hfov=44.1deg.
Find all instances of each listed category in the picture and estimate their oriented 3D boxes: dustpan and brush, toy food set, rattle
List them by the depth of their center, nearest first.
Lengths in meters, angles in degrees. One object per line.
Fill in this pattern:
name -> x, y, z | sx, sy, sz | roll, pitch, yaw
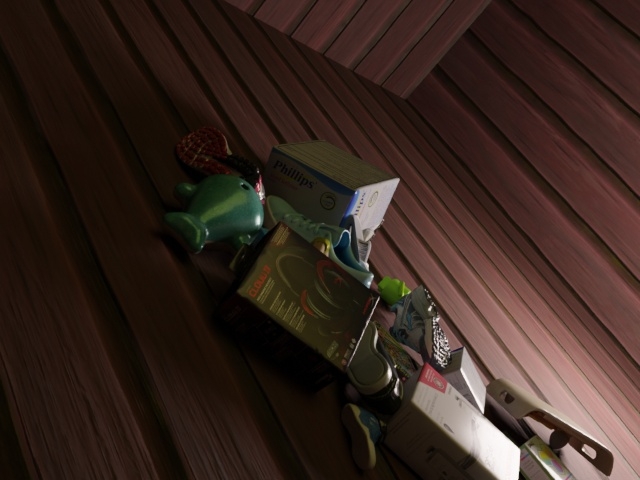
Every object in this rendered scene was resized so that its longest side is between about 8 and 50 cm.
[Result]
rattle -> -0.050, 0.086, 1.750 | 0.143, 0.199, 0.130 | 2, 35, -5
dustpan and brush -> 0.107, 0.050, 2.031 | 0.060, 0.211, 0.147 | 0, 53, -7
toy food set -> 0.588, 0.486, 2.051 | 0.306, 0.092, 0.220 | 32, 3, -13

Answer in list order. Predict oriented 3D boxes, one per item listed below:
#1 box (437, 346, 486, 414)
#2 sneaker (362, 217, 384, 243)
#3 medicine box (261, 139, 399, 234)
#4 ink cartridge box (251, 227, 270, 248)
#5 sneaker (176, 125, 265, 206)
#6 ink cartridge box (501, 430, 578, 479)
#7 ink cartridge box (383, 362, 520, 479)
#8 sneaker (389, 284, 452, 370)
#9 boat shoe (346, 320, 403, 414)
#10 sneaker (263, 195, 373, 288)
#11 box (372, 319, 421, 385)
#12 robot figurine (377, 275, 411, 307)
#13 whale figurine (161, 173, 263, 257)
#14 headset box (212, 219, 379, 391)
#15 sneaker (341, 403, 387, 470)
box -> 0.337, 0.344, 1.901 | 0.126, 0.072, 0.137 | 62, 20, -8
sneaker -> 0.107, -0.041, 2.263 | 0.108, 0.100, 0.271 | 37, 21, 2
medicine box -> 0.024, -0.146, 2.125 | 0.263, 0.149, 0.289 | 30, 23, 21
ink cartridge box -> -0.097, 0.035, 1.829 | 0.088, 0.052, 0.122 | 14, 34, -49
sneaker -> -0.245, -0.168, 1.914 | 0.299, 0.121, 0.112 | 44, -16, 34
ink cartridge box -> 0.524, 0.536, 1.916 | 0.209, 0.062, 0.109 | 50, 23, 21
ink cartridge box -> 0.271, 0.418, 1.634 | 0.283, 0.117, 0.207 | 42, 21, 2
sneaker -> 0.238, 0.233, 1.939 | 0.110, 0.122, 0.283 | 56, 15, -27
boat shoe -> 0.097, 0.263, 1.664 | 0.091, 0.114, 0.302 | 60, 6, -20
sneaker -> 0.000, 0.000, 1.926 | 0.366, 0.150, 0.135 | 49, 21, 18
box -> 0.173, 0.284, 1.837 | 0.207, 0.036, 0.114 | 45, 22, 7
robot figurine -> 0.205, 0.148, 2.099 | 0.115, 0.067, 0.101 | 41, -20, 20
whale figurine -> -0.220, -0.058, 1.674 | 0.216, 0.141, 0.272 | 45, 23, 7
headset box -> -0.055, 0.120, 1.562 | 0.293, 0.110, 0.218 | 38, 47, -9
sneaker -> 0.098, 0.377, 1.501 | 0.085, 0.058, 0.152 | 20, 23, -27
